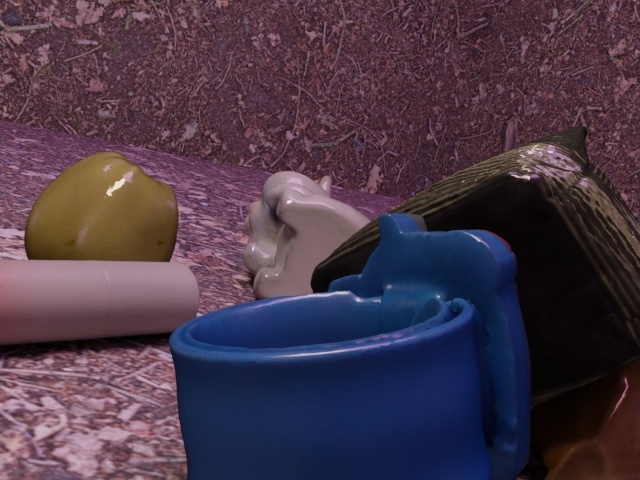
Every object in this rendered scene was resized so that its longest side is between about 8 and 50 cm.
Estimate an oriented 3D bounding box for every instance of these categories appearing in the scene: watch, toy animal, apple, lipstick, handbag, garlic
[{"bbox_3d":[-0.005,0.110,0.604,0.305,0.241,0.274,-4,6,44],"label":"watch"},{"bbox_3d":[-0.008,-0.002,1.260,0.241,0.196,0.367,19,10,-19],"label":"toy animal"},{"bbox_3d":[-0.276,-0.010,0.947,0.200,0.200,0.200,14,10,-3],"label":"apple"},{"bbox_3d":[-0.281,0.064,0.776,0.087,0.087,0.327,23,13,39],"label":"lipstick"},{"bbox_3d":[0.190,0.034,0.779,0.341,0.247,0.240,-31,4,42],"label":"handbag"},{"bbox_3d":[0.268,0.174,0.850,0.196,0.151,0.338,-1,13,-15],"label":"garlic"}]
